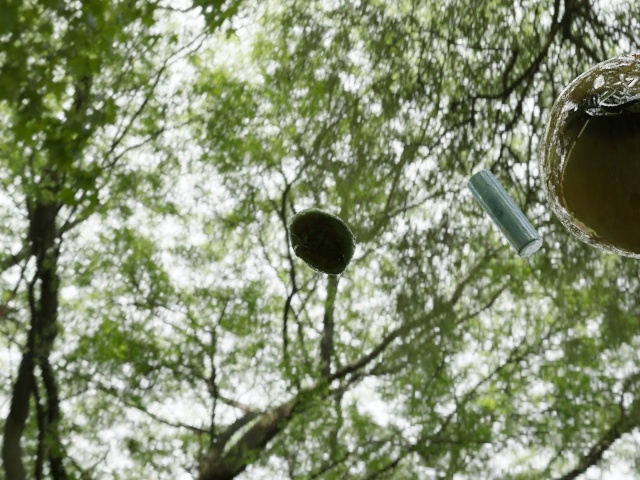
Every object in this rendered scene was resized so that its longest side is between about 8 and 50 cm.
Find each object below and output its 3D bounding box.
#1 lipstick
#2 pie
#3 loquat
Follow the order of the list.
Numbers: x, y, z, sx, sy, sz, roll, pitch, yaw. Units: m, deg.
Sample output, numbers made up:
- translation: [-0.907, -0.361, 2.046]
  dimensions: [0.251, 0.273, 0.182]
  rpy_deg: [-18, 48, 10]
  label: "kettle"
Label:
- translation: [0.298, -0.045, 1.362]
  dimensions: [0.048, 0.158, 0.048]
  rpy_deg: [-21, -33, -15]
  label: "lipstick"
- translation: [0.000, 0.000, 0.932]
  dimensions: [0.085, 0.017, 0.085]
  rpy_deg: [12, -59, 21]
  label: "pie"
- translation: [0.227, -0.056, 0.580]
  dimensions: [0.163, 0.137, 0.163]
  rpy_deg: [10, -70, 28]
  label: "loquat"
